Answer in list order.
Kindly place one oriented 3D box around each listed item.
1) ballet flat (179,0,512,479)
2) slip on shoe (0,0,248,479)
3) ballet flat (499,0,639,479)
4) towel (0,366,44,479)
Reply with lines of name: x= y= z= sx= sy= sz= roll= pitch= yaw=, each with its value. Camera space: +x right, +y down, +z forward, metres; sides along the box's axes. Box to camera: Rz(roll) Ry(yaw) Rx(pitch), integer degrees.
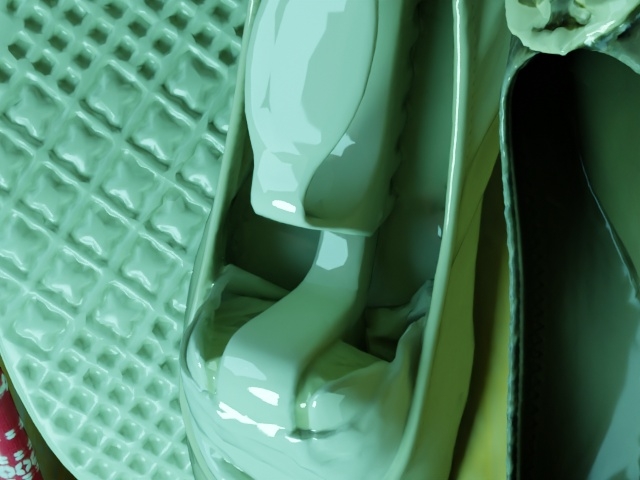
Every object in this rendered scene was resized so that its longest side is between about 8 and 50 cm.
ballet flat: x=0.000 y=0.000 z=0.492 sx=0.086 sy=0.086 sz=0.248 roll=41 pitch=128 yaw=52
slip on shoe: x=-0.048 y=-0.083 z=0.585 sx=0.101 sy=0.123 sz=0.331 roll=-43 pitch=-54 yaw=-82
ballet flat: x=0.063 y=0.029 z=0.422 sx=0.084 sy=0.058 sz=0.249 roll=9 pitch=100 yaw=62
towel: x=-0.166 y=0.094 z=0.678 sx=0.199 sy=0.031 sz=0.275 roll=12 pitch=132 yaw=31
